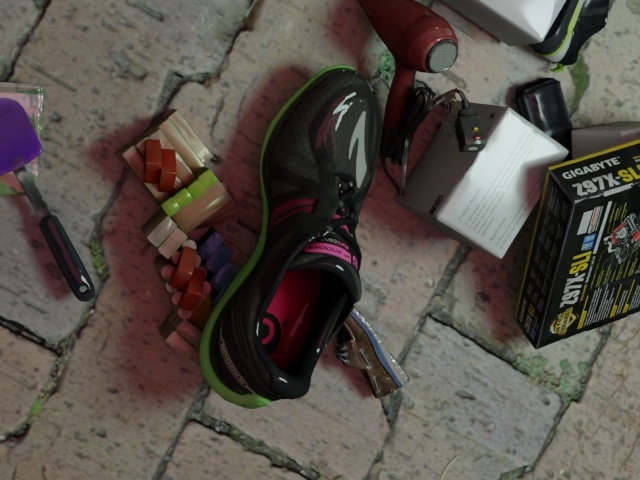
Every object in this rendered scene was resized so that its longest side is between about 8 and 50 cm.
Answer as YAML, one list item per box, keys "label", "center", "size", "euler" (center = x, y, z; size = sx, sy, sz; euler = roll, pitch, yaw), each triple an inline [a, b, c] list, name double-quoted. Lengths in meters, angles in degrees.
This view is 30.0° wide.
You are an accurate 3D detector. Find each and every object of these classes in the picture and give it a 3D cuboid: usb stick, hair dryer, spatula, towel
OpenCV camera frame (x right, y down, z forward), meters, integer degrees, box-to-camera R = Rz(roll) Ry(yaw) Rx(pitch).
- label: "usb stick"
  center: [0.359, -0.107, 1.788]
  size: [0.077, 0.045, 0.278]
  euler: [-24, 104, -19]
- label: "hair dryer"
  center: [0.108, -0.223, 1.642]
  size: [0.080, 0.224, 0.293]
  euler: [-5, 78, -37]
- label: "spatula"
  center: [-0.375, -0.049, 1.592]
  size: [0.084, 0.030, 0.296]
  euler: [-28, 106, -7]
- label: "towel"
  center: [-0.431, -0.137, 1.590]
  size: [0.113, 0.023, 0.152]
  euler: [3, 100, -13]

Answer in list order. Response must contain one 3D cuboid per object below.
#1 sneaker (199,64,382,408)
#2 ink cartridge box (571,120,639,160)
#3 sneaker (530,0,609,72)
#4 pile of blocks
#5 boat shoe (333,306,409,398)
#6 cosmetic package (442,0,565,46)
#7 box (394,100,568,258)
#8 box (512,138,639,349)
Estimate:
- label: "sneaker"
  center: [0.000, 0.000, 1.599]
  size: [0.185, 0.202, 0.482]
  euler: [22, 80, -35]
- label: "ink cartridge box"
  center: [0.451, -0.126, 1.767]
  size: [0.143, 0.090, 0.092]
  euler: [-13, 104, -40]
- label: "sneaker"
  center: [0.386, -0.358, 1.752]
  size: [0.097, 0.084, 0.234]
  euler: [30, 92, -39]
- label: "pile of blocks"
  center: [-0.171, 0.005, 1.631]
  size: [0.149, 0.112, 0.362]
  euler: [-14, 102, -12]
- label: "boat shoe"
  center: [0.056, 0.158, 1.738]
  size: [0.066, 0.066, 0.183]
  euler: [-39, 106, -5]
- label: "cosmetic package"
  center: [0.252, -0.423, 1.655]
  size: [0.225, 0.138, 0.224]
  euler: [30, 90, -14]
- label: "box"
  center: [0.222, -0.090, 1.684]
  size: [0.119, 0.182, 0.181]
  euler: [33, 90, -19]
- label: "box"
  center: [0.423, -0.002, 1.703]
  size: [0.257, 0.079, 0.322]
  euler: [-16, 140, -15]
